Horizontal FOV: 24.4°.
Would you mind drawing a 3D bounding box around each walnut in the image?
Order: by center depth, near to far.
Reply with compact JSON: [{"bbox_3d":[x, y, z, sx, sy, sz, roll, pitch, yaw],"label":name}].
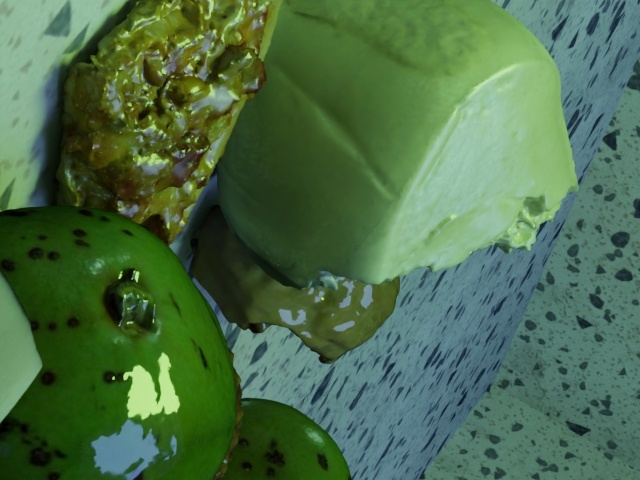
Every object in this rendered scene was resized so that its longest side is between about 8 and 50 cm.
[{"bbox_3d":[0.004,0.019,1.462,0.141,0.204,0.238,-22,-169,36],"label":"walnut"}]

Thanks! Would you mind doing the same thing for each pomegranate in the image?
[{"bbox_3d":[-0.186,0.108,1.001,0.270,0.254,0.254,-53,171,37],"label":"pomegranate"},{"bbox_3d":[-0.053,0.325,1.669,0.291,0.323,0.290,6,90,-75],"label":"pomegranate"}]

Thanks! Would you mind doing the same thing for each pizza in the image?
[{"bbox_3d":[-0.119,-0.091,1.113,0.335,0.086,0.226,-60,166,9],"label":"pizza"}]

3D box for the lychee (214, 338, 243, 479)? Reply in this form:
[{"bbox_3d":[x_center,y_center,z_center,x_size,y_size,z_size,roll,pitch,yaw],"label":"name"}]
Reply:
[{"bbox_3d":[-0.155,0.134,1.231,0.238,0.200,0.200,-103,-156,-48],"label":"lychee"}]

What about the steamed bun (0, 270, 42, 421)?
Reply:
[{"bbox_3d":[-0.256,0.031,0.750,0.146,0.164,0.241,-53,165,-18],"label":"steamed bun"}]

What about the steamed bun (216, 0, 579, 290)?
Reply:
[{"bbox_3d":[0.044,-0.086,1.285,0.272,0.290,0.273,-44,142,-28],"label":"steamed bun"}]

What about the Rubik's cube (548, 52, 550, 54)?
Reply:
[{"bbox_3d":[0.124,-0.162,1.585,0.183,0.167,0.180,-62,166,13],"label":"Rubik's cube"}]
